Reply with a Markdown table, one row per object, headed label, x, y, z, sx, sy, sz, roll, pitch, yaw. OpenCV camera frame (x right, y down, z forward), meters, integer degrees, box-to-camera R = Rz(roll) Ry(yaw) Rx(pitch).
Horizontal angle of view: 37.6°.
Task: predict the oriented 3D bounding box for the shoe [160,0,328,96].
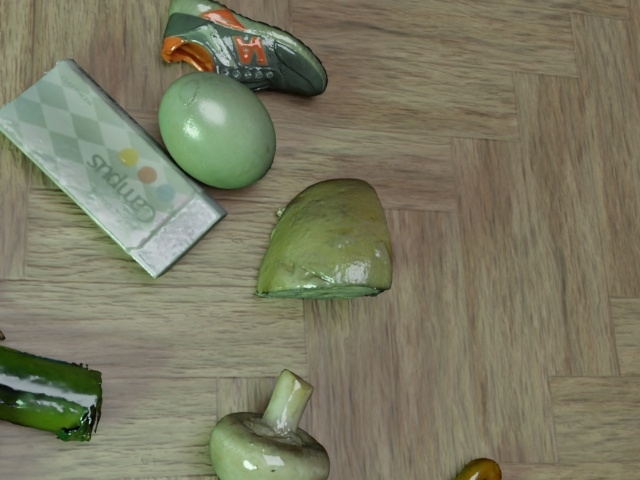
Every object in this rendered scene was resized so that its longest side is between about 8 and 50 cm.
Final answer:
| label | x | y | z | sx | sy | sz | roll | pitch | yaw |
| --- | --- | --- | --- | --- | --- | --- | --- | --- | --- |
| shoe | -0.155 | -0.326 | 1.786 | 0.336 | 0.132 | 0.171 | 24 | 72 | -8 |

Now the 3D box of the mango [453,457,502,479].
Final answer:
| label | x | y | z | sx | sy | sz | roll | pitch | yaw |
| --- | --- | --- | --- | --- | --- | --- | --- | --- | --- |
| mango | 0.282 | 0.445 | 1.721 | 0.114 | 0.060 | 0.080 | -21 | 97 | -25 |

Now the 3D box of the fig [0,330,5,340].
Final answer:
| label | x | y | z | sx | sy | sz | roll | pitch | yaw |
| --- | --- | --- | --- | --- | --- | --- | --- | --- | --- |
| fig | -0.587 | 0.081 | 1.521 | 0.201 | 0.133 | 0.146 | 34 | 78 | -23 |

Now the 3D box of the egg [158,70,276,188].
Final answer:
| label | x | y | z | sx | sy | sz | roll | pitch | yaw |
| --- | --- | --- | --- | --- | --- | --- | --- | --- | --- |
| egg | -0.181 | -0.194 | 1.687 | 0.253 | 0.186 | 0.187 | 45 | 58 | -44 |

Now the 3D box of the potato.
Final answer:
| label | x | y | z | sx | sy | sz | roll | pitch | yaw |
| --- | --- | --- | --- | --- | --- | --- | --- | --- | --- |
| potato | 0.007 | -0.021 | 1.704 | 0.211 | 0.189 | 0.264 | 8 | 71 | -16 |

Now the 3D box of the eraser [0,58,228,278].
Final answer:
| label | x | y | z | sx | sy | sz | roll | pitch | yaw |
| --- | --- | --- | --- | --- | --- | --- | --- | --- | --- |
| eraser | -0.366 | -0.130 | 1.672 | 0.397 | 0.082 | 0.213 | 44 | 66 | -1 |

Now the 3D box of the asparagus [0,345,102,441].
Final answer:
| label | x | y | z | sx | sy | sz | roll | pitch | yaw |
| --- | --- | --- | --- | --- | --- | --- | --- | --- | --- |
| asparagus | -0.533 | 0.219 | 1.496 | 0.381 | 0.108 | 0.128 | 17 | 70 | -11 |

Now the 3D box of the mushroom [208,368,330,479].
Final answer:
| label | x | y | z | sx | sy | sz | roll | pitch | yaw |
| --- | --- | --- | --- | --- | --- | --- | --- | --- | --- |
| mushroom | -0.072 | 0.322 | 1.553 | 0.207 | 0.207 | 0.215 | 22 | 87 | -11 |
